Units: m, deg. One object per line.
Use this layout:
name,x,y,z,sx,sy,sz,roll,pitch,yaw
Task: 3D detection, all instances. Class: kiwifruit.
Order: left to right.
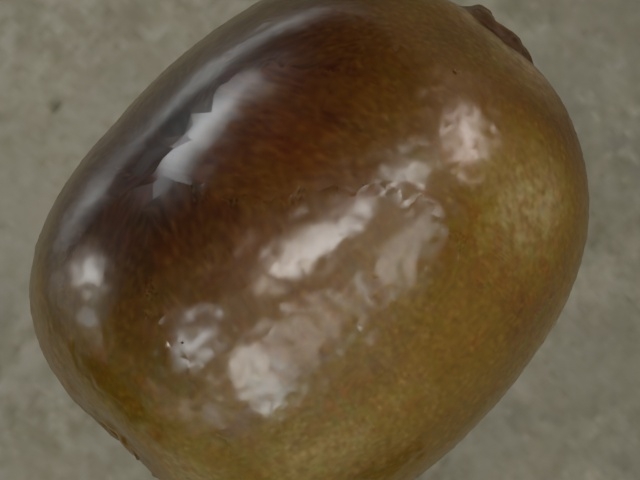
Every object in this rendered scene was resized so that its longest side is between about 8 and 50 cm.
kiwifruit,0.000,0.000,0.768,0.196,0.196,0.234,33,82,41
